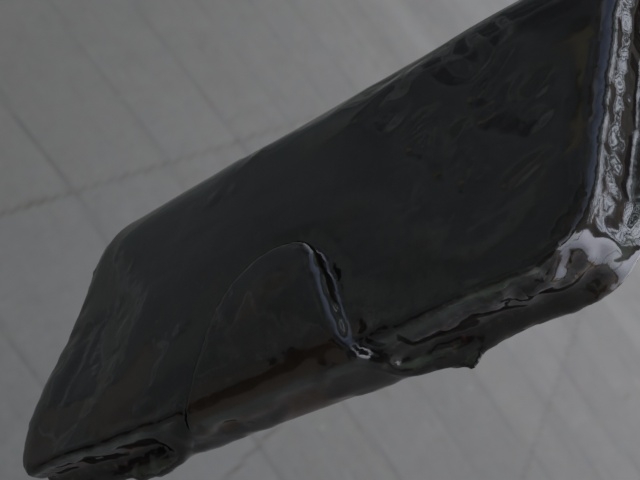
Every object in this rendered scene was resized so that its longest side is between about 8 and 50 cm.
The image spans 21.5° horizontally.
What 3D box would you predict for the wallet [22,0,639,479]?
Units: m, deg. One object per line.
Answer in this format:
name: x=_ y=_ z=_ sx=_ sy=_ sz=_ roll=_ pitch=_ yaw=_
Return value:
wallet: x=0.000 y=0.000 z=0.668 sx=0.042 sy=0.309 sz=0.165 roll=43 pitch=43 yaw=-25
